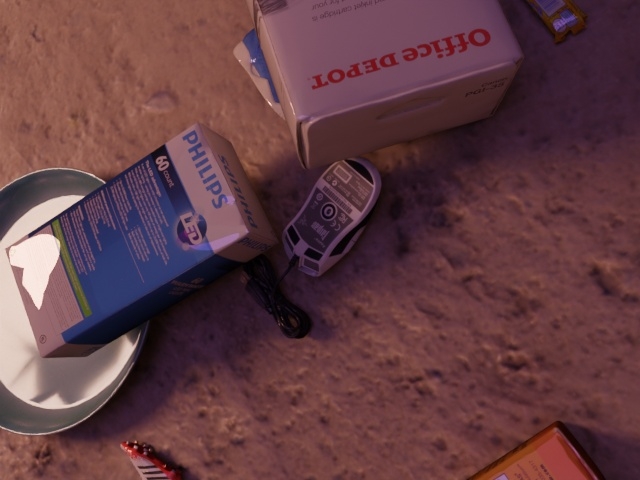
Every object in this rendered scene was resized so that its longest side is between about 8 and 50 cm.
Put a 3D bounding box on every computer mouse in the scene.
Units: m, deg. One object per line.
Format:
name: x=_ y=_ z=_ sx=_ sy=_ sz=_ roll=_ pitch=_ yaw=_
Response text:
computer mouse: x=0.000 y=0.000 z=0.681 sx=0.106 sy=0.042 sz=0.193 roll=46 pitch=104 yaw=26

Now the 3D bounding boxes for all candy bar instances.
candy bar: x=0.205 y=-0.262 z=0.655 sx=0.040 sy=0.018 sz=0.161 roll=-37 pitch=70 yaw=16

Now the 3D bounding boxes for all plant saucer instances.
plant saucer: x=-0.325 y=0.070 z=0.795 sx=0.318 sy=0.044 sz=0.317 roll=-3 pitch=80 yaw=21

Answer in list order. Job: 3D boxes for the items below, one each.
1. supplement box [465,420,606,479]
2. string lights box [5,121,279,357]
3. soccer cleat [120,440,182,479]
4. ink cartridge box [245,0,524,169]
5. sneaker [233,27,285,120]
supplement box: x=0.131 y=0.251 z=0.565 sx=0.233 sy=0.078 sz=0.080 roll=-40 pitch=69 yaw=10
string lights box: x=-0.190 y=0.006 z=0.688 sx=0.260 sy=0.077 sz=0.133 roll=-30 pitch=73 yaw=12
soccer cleat: x=-0.189 y=0.248 z=0.718 sx=0.083 sy=0.029 sz=0.035 roll=25 pitch=86 yaw=19
ink cartridge box: x=0.035 y=-0.233 z=0.631 sx=0.207 sy=0.117 sz=0.283 roll=-17 pitch=74 yaw=-4
sneaker: x=-0.027 y=-0.188 z=0.712 sx=0.084 sy=0.058 sz=0.152 roll=-44 pitch=62 yaw=19
